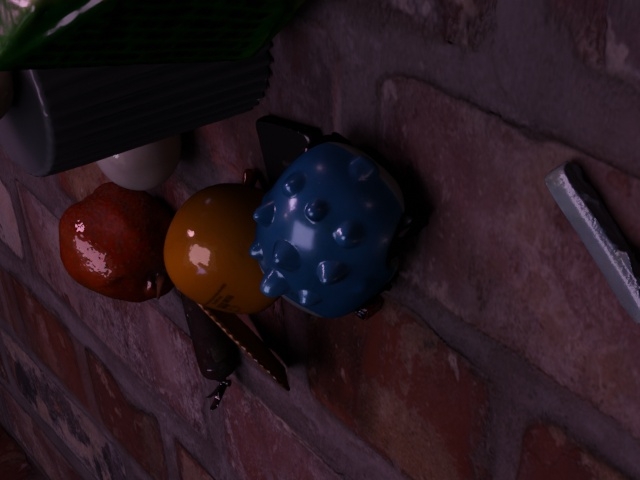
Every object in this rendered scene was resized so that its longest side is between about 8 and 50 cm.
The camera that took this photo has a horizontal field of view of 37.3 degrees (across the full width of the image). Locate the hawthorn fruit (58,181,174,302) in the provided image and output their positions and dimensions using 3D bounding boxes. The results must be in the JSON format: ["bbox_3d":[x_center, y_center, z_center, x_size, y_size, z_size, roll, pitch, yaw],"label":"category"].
[{"bbox_3d":[-0.346,0.024,1.719,0.262,0.210,0.210,43,144,26],"label":"hawthorn fruit"}]

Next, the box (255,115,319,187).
[{"bbox_3d":[-0.037,-0.111,1.343,0.126,0.027,0.125,21,133,45],"label":"box"}]

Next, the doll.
[{"bbox_3d":[-0.127,-0.015,1.410,0.213,0.213,0.236,133,147,-57],"label":"doll"}]

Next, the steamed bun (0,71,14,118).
[{"bbox_3d":[-0.492,-0.166,1.126,0.170,0.239,0.152,47,147,10],"label":"steamed bun"}]

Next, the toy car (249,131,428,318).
[{"bbox_3d":[0.000,0.000,1.201,0.188,0.190,0.255,45,143,14],"label":"toy car"}]

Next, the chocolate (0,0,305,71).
[{"bbox_3d":[-0.147,-0.324,0.999,0.341,0.360,0.161,-32,76,45],"label":"chocolate"}]

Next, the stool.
[{"bbox_3d":[-0.285,-0.258,1.293,0.297,0.330,0.297,36,141,36],"label":"stool"}]

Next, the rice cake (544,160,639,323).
[{"bbox_3d":[0.288,0.001,0.952,0.180,0.030,0.042,58,145,3],"label":"rice cake"}]

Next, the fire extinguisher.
[{"bbox_3d":[-0.207,0.184,1.753,0.072,0.089,0.267,5,121,24],"label":"fire extinguisher"}]

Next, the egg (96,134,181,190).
[{"bbox_3d":[-0.307,-0.184,1.553,0.151,0.151,0.209,12,122,51],"label":"egg"}]

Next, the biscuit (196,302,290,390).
[{"bbox_3d":[-0.137,0.146,1.563,0.237,0.013,0.232,46,179,-5],"label":"biscuit"}]

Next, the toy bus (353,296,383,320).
[{"bbox_3d":[0.039,0.065,1.350,0.110,0.043,0.031,45,148,23],"label":"toy bus"}]
